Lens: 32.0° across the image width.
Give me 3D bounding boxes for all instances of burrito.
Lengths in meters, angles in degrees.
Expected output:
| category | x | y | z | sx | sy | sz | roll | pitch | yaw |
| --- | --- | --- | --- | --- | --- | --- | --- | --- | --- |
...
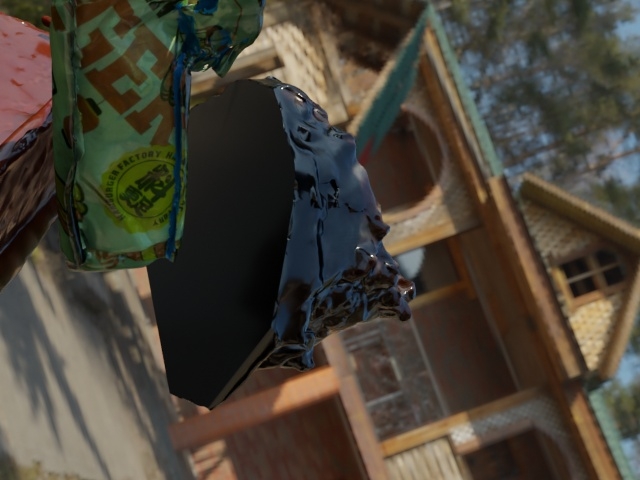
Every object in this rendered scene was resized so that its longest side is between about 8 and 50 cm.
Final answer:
| category | x | y | z | sx | sy | sz | roll | pitch | yaw |
| --- | --- | --- | --- | --- | --- | --- | --- | --- | --- |
| burrito | -0.083 | -0.094 | 0.563 | 0.054 | 0.104 | 0.288 | -106 | -160 | -52 |

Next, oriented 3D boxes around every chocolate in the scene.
| category | x | y | z | sx | sy | sz | roll | pitch | yaw |
| --- | --- | --- | --- | --- | --- | --- | --- | --- | --- |
| chocolate | 0.000 | 0.000 | 0.798 | 0.206 | 0.177 | 0.224 | -52 | -138 | 37 |

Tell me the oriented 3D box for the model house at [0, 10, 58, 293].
| category | x | y | z | sx | sy | sz | roll | pitch | yaw |
| --- | --- | --- | --- | --- | --- | --- | --- | --- | --- |
| model house | -0.255 | -0.017 | 0.689 | 0.196 | 0.160 | 0.254 | -69 | 180 | -54 |
